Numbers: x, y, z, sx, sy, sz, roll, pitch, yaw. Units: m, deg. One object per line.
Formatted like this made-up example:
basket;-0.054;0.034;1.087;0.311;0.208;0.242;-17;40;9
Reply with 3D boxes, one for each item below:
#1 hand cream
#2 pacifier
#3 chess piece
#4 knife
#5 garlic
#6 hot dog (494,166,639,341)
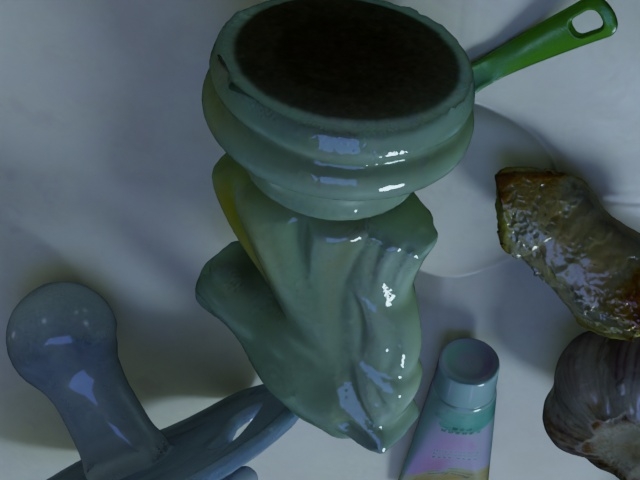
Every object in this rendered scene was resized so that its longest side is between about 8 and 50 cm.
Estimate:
hand cream;0.105;0.146;1.402;0.076;0.047;0.174;4;138;-3
pacifier;-0.162;0.139;1.321;0.287;0.238;0.226;-26;95;24
chess piece;0.000;0.000;1.194;0.175;0.176;0.298;5;127;-2
knife;0.118;-0.118;1.191;0.166;0.022;0.078;-27;111;23
garlic;0.245;0.122;1.334;0.159;0.102;0.147;10;136;25
hot dog;0.182;0.006;1.266;0.078;0.061;0.169;-45;97;-3
